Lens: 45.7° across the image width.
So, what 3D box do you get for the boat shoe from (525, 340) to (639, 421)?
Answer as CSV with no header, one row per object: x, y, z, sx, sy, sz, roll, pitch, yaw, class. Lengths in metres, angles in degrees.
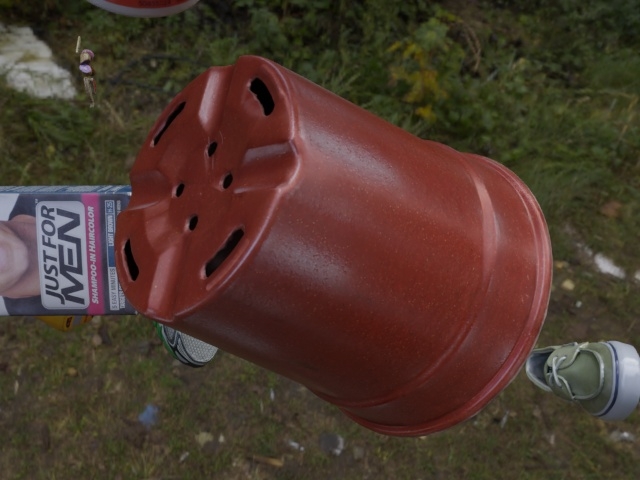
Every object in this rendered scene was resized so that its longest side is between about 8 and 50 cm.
0.372,0.200,1.098,0.094,0.302,0.109,7,80,3,boat shoe

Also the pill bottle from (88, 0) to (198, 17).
-0.133,-0.288,0.557,0.124,0.221,0.124,6,55,-9,pill bottle

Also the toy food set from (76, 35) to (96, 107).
-0.443,-0.325,1.458,0.019,0.122,0.078,-6,47,-5,toy food set

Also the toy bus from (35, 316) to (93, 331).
-0.529,0.029,1.308,0.333,0.108,0.130,26,17,13,toy bus

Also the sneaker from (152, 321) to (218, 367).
-0.190,0.048,1.263,0.134,0.343,0.146,2,9,-37,sneaker

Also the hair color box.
-0.420,0.013,1.052,0.347,0.173,0.105,-1,10,-1,hair color box

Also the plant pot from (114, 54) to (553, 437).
0.000,0.000,0.616,0.265,0.272,0.272,26,28,-41,plant pot
